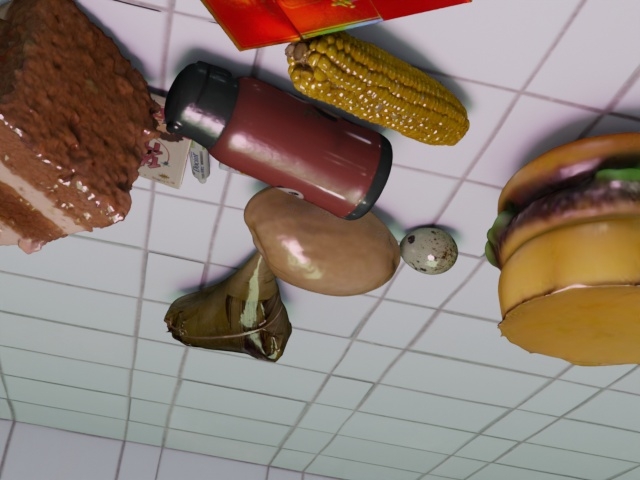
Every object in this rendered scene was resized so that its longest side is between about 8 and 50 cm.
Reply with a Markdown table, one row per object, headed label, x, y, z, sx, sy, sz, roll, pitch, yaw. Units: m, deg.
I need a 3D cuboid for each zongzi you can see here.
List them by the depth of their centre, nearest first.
| label | x | y | z | sx | sy | sz | roll | pitch | yaw |
| --- | --- | --- | --- | --- | --- | --- | --- | --- | --- |
| zongzi | -0.208 | 0.108 | 1.962 | 0.273 | 0.145 | 0.300 | 6 | 134 | 17 |

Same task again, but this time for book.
| label | x | y | z | sx | sy | sz | roll | pitch | yaw |
| --- | --- | --- | --- | --- | --- | --- | --- | --- | --- |
| book | -0.289 | -0.168 | 1.530 | 0.162 | 0.022 | 0.232 | 20 | 150 | -5 |

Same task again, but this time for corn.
| label | x | y | z | sx | sy | sz | roll | pitch | yaw |
| --- | --- | --- | --- | --- | --- | --- | --- | --- | --- |
| corn | 0.092 | -0.204 | 1.294 | 0.313 | 0.102 | 0.102 | 15 | 153 | -36 |

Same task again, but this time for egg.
| label | x | y | z | sx | sy | sz | roll | pitch | yaw |
| --- | --- | --- | --- | --- | --- | --- | --- | --- | --- |
| egg | 0.193 | 0.018 | 1.709 | 0.110 | 0.085 | 0.085 | 12 | 158 | 35 |

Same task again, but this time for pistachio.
| label | x | y | z | sx | sy | sz | roll | pitch | yaw |
| --- | --- | --- | --- | --- | --- | --- | --- | --- | --- |
| pistachio | 0.000 | 0.000 | 1.651 | 0.293 | 0.181 | 0.162 | 21 | -174 | -18 |

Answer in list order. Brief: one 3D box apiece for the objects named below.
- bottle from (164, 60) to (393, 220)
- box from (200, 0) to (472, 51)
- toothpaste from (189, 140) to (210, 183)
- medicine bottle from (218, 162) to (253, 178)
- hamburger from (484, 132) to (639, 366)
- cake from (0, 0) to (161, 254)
| label | x | y | z | sx | sy | sz | roll | pitch | yaw |
| --- | --- | --- | --- | --- | --- | --- | --- | --- | --- |
| bottle | -0.066 | -0.150 | 1.399 | 0.336 | 0.144 | 0.144 | 22 | 149 | -24 |
| box | -0.001 | -0.335 | 1.099 | 0.313 | 0.089 | 0.197 | -6 | 150 | 25 |
| toothpaste | -0.199 | -0.152 | 1.550 | 0.048 | 0.029 | 0.197 | 13 | 149 | 5 |
| medicine bottle | -0.098 | -0.136 | 1.527 | 0.118 | 0.055 | 0.074 | 15 | 150 | -14 |
| hamburger | 0.438 | 0.007 | 1.418 | 0.395 | 0.277 | 0.396 | 4 | 154 | 2 |
| cake | -0.416 | -0.162 | 1.327 | 0.290 | 0.256 | 0.282 | -13 | 139 | 29 |
